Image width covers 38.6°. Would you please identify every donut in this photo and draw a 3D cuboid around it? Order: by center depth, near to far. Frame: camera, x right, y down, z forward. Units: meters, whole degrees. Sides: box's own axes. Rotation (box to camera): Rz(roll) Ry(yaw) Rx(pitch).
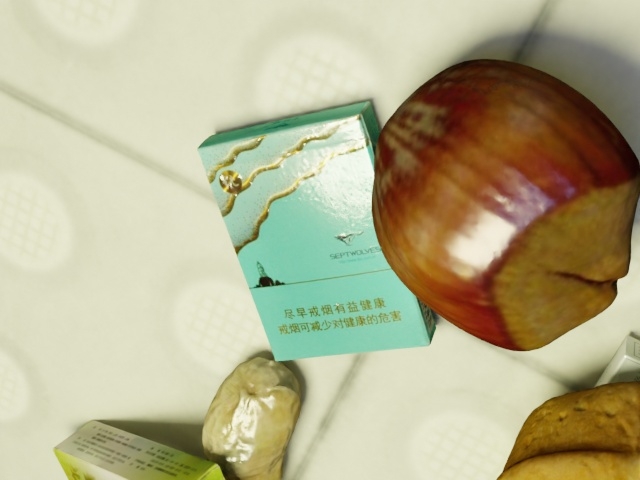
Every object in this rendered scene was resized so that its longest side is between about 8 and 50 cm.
[{"bbox_3d":[0.286,0.267,0.774,0.299,0.150,0.317,13,134,19],"label":"donut"}]

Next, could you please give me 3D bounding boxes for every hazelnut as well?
[{"bbox_3d":[0.137,-0.031,0.707,0.181,0.181,0.212,10,124,-20],"label":"hazelnut"}]

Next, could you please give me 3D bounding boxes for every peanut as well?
[{"bbox_3d":[-0.077,0.214,0.951,0.100,0.099,0.214,19,126,10],"label":"peanut"}]

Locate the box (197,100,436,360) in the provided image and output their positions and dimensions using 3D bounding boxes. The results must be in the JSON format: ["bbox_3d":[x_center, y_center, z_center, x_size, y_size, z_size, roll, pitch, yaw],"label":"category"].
[{"bbox_3d":[0.000,-0.001,0.835,0.162,0.041,0.229,-10,112,23],"label":"box"}]

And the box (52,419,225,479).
[{"bbox_3d":[-0.171,0.299,0.980,0.260,0.062,0.175,1,119,48],"label":"box"}]

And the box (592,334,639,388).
[{"bbox_3d":[0.320,0.152,0.797,0.154,0.040,0.084,25,122,8],"label":"box"}]
